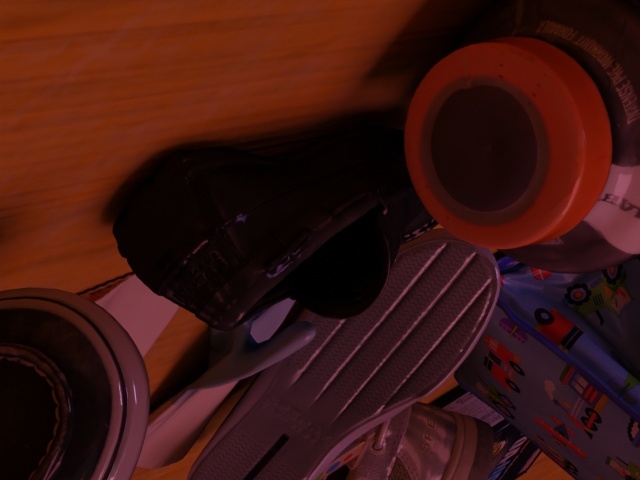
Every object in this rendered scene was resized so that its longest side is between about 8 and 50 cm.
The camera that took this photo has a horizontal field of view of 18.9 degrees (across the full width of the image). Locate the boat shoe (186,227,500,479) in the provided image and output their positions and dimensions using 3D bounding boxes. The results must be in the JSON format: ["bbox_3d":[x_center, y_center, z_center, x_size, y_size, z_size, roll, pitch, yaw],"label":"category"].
[{"bbox_3d":[0.007,0.069,1.062,0.226,0.083,0.076,-42,-171,15],"label":"boat shoe"}]

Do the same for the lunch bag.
[{"bbox_3d":[0.233,0.132,1.287,0.138,0.293,0.221,-35,163,-11],"label":"lunch bag"}]

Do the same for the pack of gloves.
[{"bbox_3d":[-0.078,0.084,0.945,0.195,0.046,0.232,-23,157,-45],"label":"pack of gloves"}]

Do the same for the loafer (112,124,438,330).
[{"bbox_3d":[0.000,0.000,0.831,0.076,0.078,0.223,-48,161,27],"label":"loafer"}]

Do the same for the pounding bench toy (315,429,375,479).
[{"bbox_3d":[-0.009,0.117,1.158,0.065,0.052,0.083,-30,161,-26],"label":"pounding bench toy"}]

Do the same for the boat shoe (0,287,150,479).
[{"bbox_3d":[-0.205,0.129,0.656,0.335,0.121,0.119,-36,167,-4],"label":"boat shoe"}]

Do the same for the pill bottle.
[{"bbox_3d":[0.138,-0.057,0.888,0.245,0.130,0.130,-16,151,-53],"label":"pill bottle"}]

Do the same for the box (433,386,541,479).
[{"bbox_3d":[0.132,0.165,1.580,0.175,0.051,0.220,-29,160,-32],"label":"box"}]

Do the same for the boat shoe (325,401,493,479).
[{"bbox_3d":[0.000,0.217,1.374,0.320,0.103,0.118,-49,-160,39],"label":"boat shoe"}]
